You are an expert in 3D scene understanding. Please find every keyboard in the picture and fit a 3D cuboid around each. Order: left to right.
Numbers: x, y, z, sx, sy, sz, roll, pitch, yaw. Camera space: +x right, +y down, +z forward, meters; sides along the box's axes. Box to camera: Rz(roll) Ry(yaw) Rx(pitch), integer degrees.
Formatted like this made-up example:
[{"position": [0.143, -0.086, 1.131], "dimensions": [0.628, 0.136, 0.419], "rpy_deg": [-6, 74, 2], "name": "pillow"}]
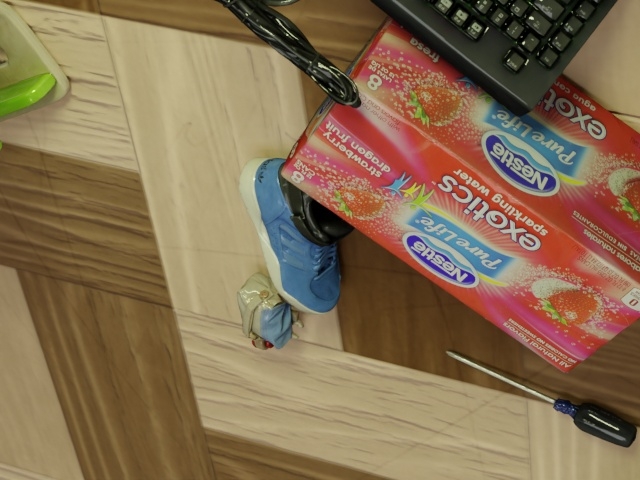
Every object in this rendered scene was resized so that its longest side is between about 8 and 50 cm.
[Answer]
[{"position": [0.019, -0.189, 1.168], "dimensions": [0.317, 0.201, 0.033], "rpy_deg": [38, -176, -7], "name": "keyboard"}]

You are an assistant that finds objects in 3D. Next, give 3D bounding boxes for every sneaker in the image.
[{"position": [-0.001, 0.001, 1.469], "dimensions": [0.085, 0.058, 0.152], "rpy_deg": [6, 129, 40], "name": "sneaker"}]

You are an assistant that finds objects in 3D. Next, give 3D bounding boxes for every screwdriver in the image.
[{"position": [0.178, 0.129, 1.522], "dimensions": [0.170, 0.025, 0.024], "rpy_deg": [21, 141, 11], "name": "screwdriver"}]

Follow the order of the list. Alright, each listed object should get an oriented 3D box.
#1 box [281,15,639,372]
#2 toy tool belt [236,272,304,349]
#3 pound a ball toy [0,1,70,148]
[{"position": [0.121, -0.042, 1.292], "dimensions": [0.257, 0.122, 0.128], "rpy_deg": [35, 142, -6], "name": "box"}, {"position": [-0.039, 0.068, 1.575], "dimensions": [0.051, 0.052, 0.083], "rpy_deg": [19, 142, 28], "name": "toy tool belt"}, {"position": [-0.354, -0.082, 1.488], "dimensions": [0.319, 0.208, 0.135], "rpy_deg": [-13, 125, 42], "name": "pound a ball toy"}]
